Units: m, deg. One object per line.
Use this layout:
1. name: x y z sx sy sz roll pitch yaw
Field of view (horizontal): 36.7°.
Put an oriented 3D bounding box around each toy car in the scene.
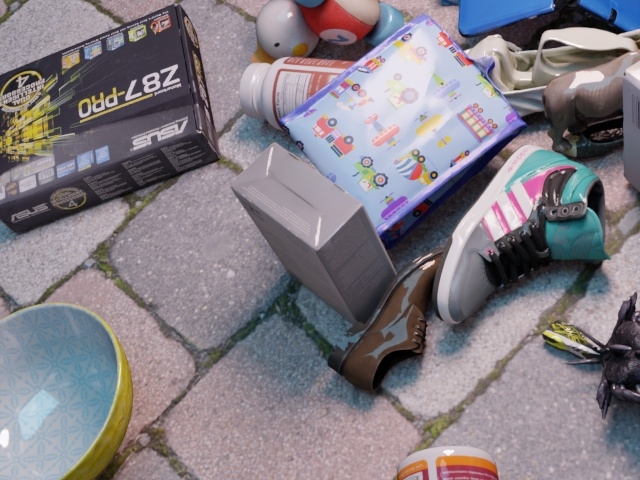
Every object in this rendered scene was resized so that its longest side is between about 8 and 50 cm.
1. toy car: -0.028 -0.365 1.628 0.238 0.219 0.210 -47 50 25

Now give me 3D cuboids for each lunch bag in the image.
1. lunch bag: 0.130 -0.169 1.375 0.293 0.138 0.221 -40 76 3

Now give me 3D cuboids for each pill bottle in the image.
1. pill bottle: 0.155 0.358 1.101 0.121 0.121 0.221 -12 55 13
2. pill bottle: -0.016 -0.232 1.549 0.216 0.121 0.121 10 63 26

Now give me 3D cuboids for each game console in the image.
1. game console: 0.373 -0.415 1.528 0.173 0.250 0.293 -42 32 50

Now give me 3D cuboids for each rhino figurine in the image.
1. rhino figurine: 0.420 -0.207 1.319 0.243 0.106 0.073 -17 34 20

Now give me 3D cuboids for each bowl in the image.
1. bowl: -0.373 0.249 1.350 0.289 0.156 0.289 -10 55 15

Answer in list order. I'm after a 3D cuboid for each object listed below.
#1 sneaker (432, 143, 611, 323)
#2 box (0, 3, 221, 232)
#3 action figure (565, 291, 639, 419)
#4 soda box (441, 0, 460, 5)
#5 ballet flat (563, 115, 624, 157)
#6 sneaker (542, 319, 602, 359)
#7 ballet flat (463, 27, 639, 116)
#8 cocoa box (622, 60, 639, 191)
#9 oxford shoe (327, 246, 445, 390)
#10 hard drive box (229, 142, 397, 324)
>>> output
1. sneaker: 0.289 0.006 1.285 0.178 0.124 0.295 19 65 40
2. box: -0.390 -0.217 1.698 0.395 0.097 0.318 -19 57 8
3. action figure: 0.429 0.155 1.126 0.275 0.141 0.164 3 65 53
4. soda box: 0.253 -0.504 1.659 0.071 0.067 0.210 3 60 23
5. ballet flat: 0.425 -0.161 1.381 0.173 0.049 0.057 -16 54 11
6. sneaker: 0.328 0.126 1.242 0.083 0.031 0.035 24 69 31
7. ballet flat: 0.310 -0.252 1.431 0.400 0.139 0.139 -3 58 19
8. cocoa box: 0.568 -0.096 1.169 0.228 0.231 0.347 -32 53 -5
9. oxford shoe: 0.118 0.110 1.309 0.096 0.083 0.227 36 85 27
10. hard drive box: 0.000 0.000 1.323 0.089 0.232 0.181 -45 55 -11
